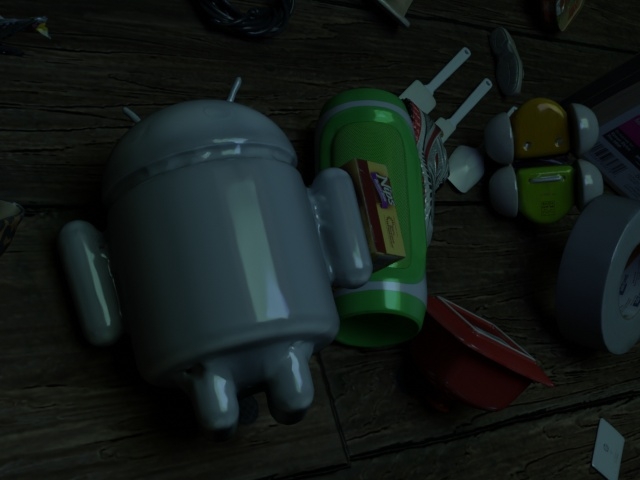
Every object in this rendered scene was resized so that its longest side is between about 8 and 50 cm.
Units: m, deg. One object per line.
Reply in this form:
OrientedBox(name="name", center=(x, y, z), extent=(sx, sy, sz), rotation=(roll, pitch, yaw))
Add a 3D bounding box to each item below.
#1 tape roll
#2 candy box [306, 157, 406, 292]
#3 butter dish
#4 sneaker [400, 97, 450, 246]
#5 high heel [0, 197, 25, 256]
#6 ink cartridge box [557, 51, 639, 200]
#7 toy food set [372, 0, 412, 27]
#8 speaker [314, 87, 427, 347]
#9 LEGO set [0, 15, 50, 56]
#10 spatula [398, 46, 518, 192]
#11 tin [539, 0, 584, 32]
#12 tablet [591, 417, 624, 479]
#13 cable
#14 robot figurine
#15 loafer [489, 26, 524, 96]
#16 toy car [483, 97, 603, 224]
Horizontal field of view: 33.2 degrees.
OrientedBox(name="tape roll", center=(0.414, 0.048, 1.515), extent=(0.219, 0.072, 0.219), rotation=(-24, 122, -46))
OrientedBox(name="candy box", center=(0.000, 0.000, 1.162), extent=(0.053, 0.187, 0.109), rotation=(9, 62, -42))
OrientedBox(name="butter dish", center=(0.170, 0.153, 1.295), extent=(0.160, 0.118, 0.160), rotation=(28, 8, -30))
OrientedBox(name="sneaker", center=(0.132, -0.080, 1.398), extent=(0.093, 0.088, 0.225), rotation=(26, 53, -32))
OrientedBox(name="high heel", center=(-0.296, -0.046, 0.874), extent=(0.093, 0.261, 0.186), rotation=(43, 46, 5))
OrientedBox(name="ink cartridge box", center=(0.525, -0.172, 1.727), extent=(0.235, 0.193, 0.088), rotation=(36, 48, -22))
OrientedBox(name="toy food set", center=(0.115, -0.489, 1.532), extent=(0.220, 0.092, 0.306), rotation=(36, 75, -22))
OrientedBox(name="speaker", center=(0.058, -0.029, 1.275), extent=(0.131, 0.131, 0.296), rotation=(19, 56, -34))
OrientedBox(name="LEGO set", center=(-0.396, -0.141, 0.814), extent=(0.255, 0.331, 0.192), rotation=(1, 68, -64))
OrientedBox(name="spatula", center=(0.208, -0.185, 1.578), extent=(0.168, 0.019, 0.242), rotation=(48, 43, -4))
OrientedBox(name="tin", center=(0.421, -0.430, 1.853), extent=(0.189, 0.040, 0.106), rotation=(-50, 135, -45))
OrientedBox(name="tablet", center=(0.403, 0.295, 1.499), extent=(0.054, 0.006, 0.083), rotation=(42, 46, -17))
OrientedBox(name="cable", center=(-0.098, -0.321, 1.358), extent=(0.150, 0.047, 0.184), rotation=(38, 45, -27))
OrientedBox(name="robot figurine", center=(-0.102, 0.012, 1.054), extent=(0.300, 0.200, 0.353), rotation=(-11, 74, -12))
OrientedBox(name="loafer", center=(0.301, -0.280, 1.693), extent=(0.039, 0.045, 0.125), rotation=(18, 54, -43))
OrientedBox(name="toy car", center=(0.317, -0.114, 1.558), extent=(0.136, 0.159, 0.182), rotation=(-90, 174, -86))
